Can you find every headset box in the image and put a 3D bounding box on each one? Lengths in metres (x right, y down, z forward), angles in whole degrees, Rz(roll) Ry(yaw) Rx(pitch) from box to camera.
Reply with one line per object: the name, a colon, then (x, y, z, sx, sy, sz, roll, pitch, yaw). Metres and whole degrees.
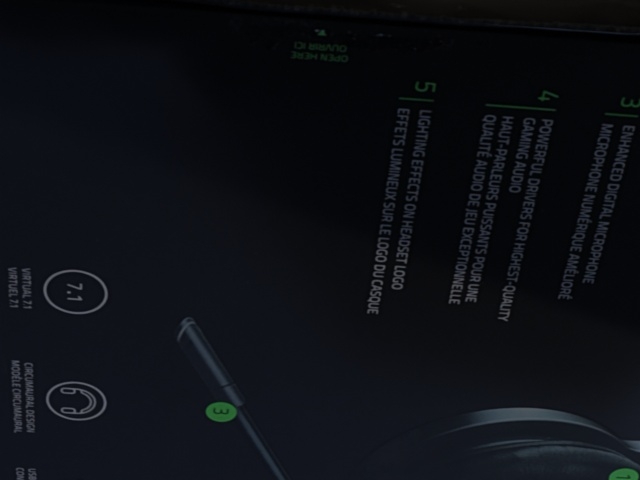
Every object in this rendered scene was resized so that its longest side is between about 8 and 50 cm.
headset box: (0.000, 0.000, 0.445, 0.283, 0.131, 0.246, 3, 136, -2)
